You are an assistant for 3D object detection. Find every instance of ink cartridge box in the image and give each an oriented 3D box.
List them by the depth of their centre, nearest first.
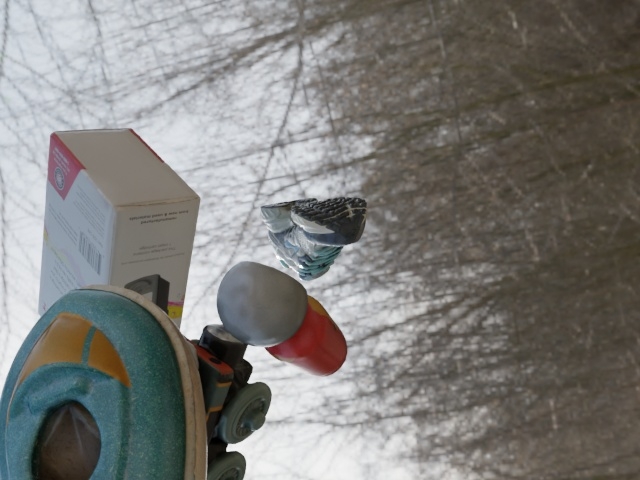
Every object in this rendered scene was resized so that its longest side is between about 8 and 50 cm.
[{"bbox_3d":[-0.289,0.026,1.240,0.131,0.226,0.306,-11,-52,-35],"label":"ink cartridge box"}]

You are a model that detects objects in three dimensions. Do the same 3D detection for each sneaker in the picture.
[{"bbox_3d":[0.000,0.000,1.353,0.283,0.110,0.122,-170,69,-69],"label":"sneaker"}]

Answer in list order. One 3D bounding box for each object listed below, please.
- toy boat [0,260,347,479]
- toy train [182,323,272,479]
[{"bbox_3d":[-0.136,0.117,0.716,0.148,0.318,0.267,46,-160,-54],"label":"toy boat"},{"bbox_3d":[-0.178,0.245,0.955,0.190,0.142,0.333,0,-64,-57],"label":"toy train"}]
